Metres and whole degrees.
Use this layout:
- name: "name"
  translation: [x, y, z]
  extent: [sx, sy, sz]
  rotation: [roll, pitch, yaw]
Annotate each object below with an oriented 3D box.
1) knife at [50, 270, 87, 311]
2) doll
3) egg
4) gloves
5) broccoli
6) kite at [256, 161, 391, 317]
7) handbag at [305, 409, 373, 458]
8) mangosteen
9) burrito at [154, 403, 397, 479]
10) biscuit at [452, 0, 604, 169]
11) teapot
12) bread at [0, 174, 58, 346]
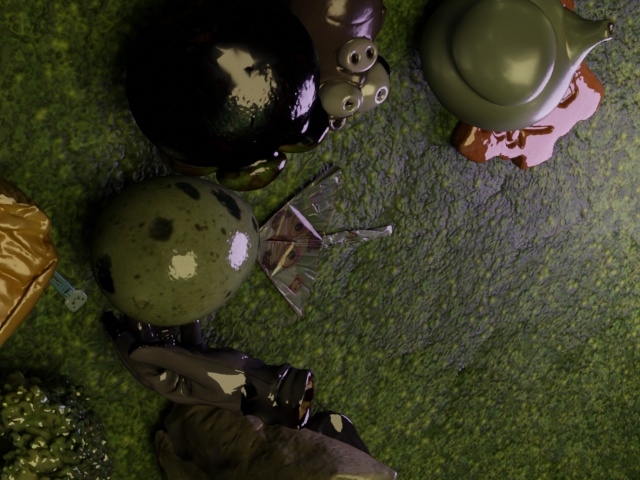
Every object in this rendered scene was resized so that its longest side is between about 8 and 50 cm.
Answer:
- name: "knife"
  translation: [-0.313, 0.051, 1.493]
  extent: [0.027, 0.010, 0.096]
  rotation: [-46, 130, -11]
- name: "doll"
  translation: [0.019, -0.253, 1.529]
  extent: [0.182, 0.117, 0.257]
  rotation: [-22, 120, -33]
- name: "egg"
  translation: [-0.164, 0.008, 1.477]
  extent: [0.228, 0.177, 0.177]
  rotation: [-18, 122, -45]
- name: "gloves"
  translation: [-0.140, 0.154, 1.540]
  extent: [0.285, 0.142, 0.119]
  rotation: [30, 97, 3]
- name: "broccoli"
  translation: [-0.350, 0.296, 1.447]
  extent: [0.260, 0.235, 0.288]
  rotation: [38, 50, -42]
- name: "kite"
  translation: [0.001, 0.001, 1.703]
  extent: [0.250, 0.012, 0.229]
  rotation: [-3, 116, -36]
- name: "handbag"
  translation: [-0.065, 0.398, 1.797]
  extent: [0.332, 0.075, 0.191]
  rotation: [-39, 128, -14]
- name: "mangosteen"
  translation: [-0.104, -0.168, 1.410]
  extent: [0.243, 0.243, 0.243]
  rotation: [-16, 119, -30]
- name: "burrito"
  translation: [-0.069, 0.306, 1.582]
  extent: [0.135, 0.332, 0.190]
  rotation: [26, 87, -48]
- name: "biscuit"
  translation: [0.300, -0.246, 1.787]
  extent: [0.284, 0.043, 0.306]
  rotation: [-24, 123, -25]
- name: "teapot"
  translation: [0.204, -0.292, 1.632]
  extent: [0.318, 0.149, 0.220]
  rotation: [44, 89, -4]
- name: "bread"
  translation: [-0.401, 0.040, 1.342]
  extent: [0.179, 0.133, 0.250]
  rotation: [30, 86, -37]
